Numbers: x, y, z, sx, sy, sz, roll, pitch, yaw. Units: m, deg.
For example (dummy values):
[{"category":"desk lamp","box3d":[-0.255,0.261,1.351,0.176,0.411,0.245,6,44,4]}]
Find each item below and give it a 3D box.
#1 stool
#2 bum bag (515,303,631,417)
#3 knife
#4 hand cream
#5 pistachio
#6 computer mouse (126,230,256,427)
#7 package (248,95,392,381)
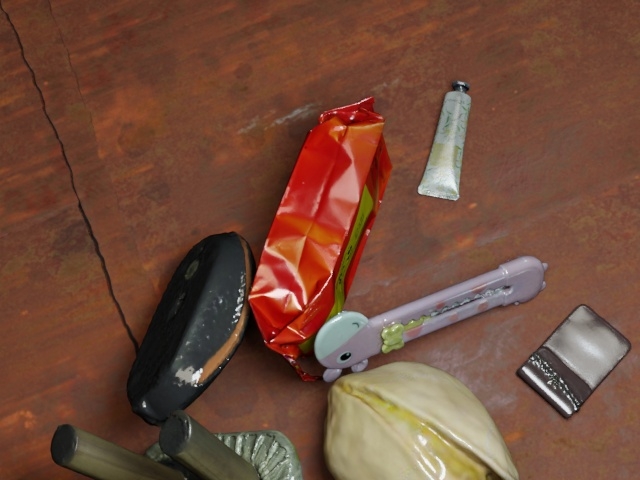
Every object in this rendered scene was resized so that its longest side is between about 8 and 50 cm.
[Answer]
[{"category":"stool","box3d":[-0.205,0.397,1.712,0.310,0.226,0.310,-12,68,37]},{"category":"bum bag","box3d":[0.384,0.179,1.923,0.109,0.026,0.159,41,77,15]},{"category":"knife","box3d":[0.171,0.107,1.880,0.398,0.132,0.038,-20,46,-20]},{"category":"hand cream","box3d":[0.207,-0.161,2.041,0.067,0.042,0.194,11,76,5]},{"category":"pistachio","box3d":[0.134,0.290,1.790,0.229,0.238,0.321,-50,45,-8]},{"category":"computer mouse","box3d":[-0.176,0.134,1.881,0.116,0.183,0.323,32,61,-20]},{"category":"package","box3d":[0.001,-0.001,1.914,0.123,0.196,0.424,14,74,14]}]
